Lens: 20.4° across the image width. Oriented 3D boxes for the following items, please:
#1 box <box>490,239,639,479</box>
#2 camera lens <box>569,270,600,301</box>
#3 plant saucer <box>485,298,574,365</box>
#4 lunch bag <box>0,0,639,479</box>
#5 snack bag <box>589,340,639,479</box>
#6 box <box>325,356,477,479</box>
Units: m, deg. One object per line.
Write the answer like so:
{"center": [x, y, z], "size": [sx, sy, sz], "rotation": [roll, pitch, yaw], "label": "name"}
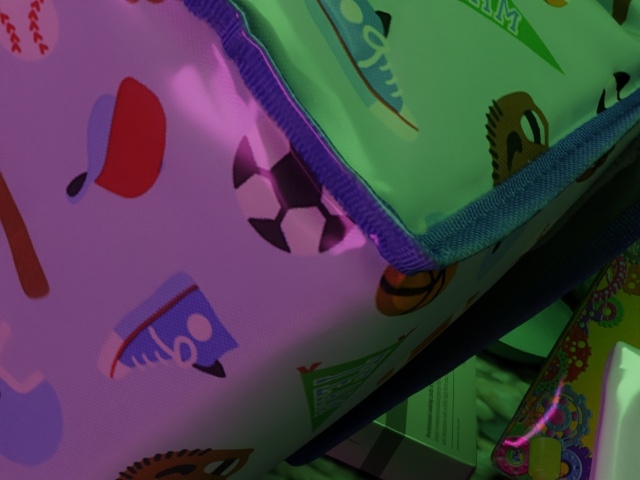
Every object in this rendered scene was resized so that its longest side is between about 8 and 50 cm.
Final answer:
{"center": [0.273, 0.105, 0.996], "size": [0.290, 0.177, 0.279], "rotation": [31, 8, 7], "label": "box"}
{"center": [0.202, -0.088, 1.312], "size": [0.274, 0.219, 0.219], "rotation": [41, 28, 26], "label": "camera lens"}
{"center": [0.124, 0.050, 1.207], "size": [0.119, 0.021, 0.119], "rotation": [23, 26, -12], "label": "plant saucer"}
{"center": [-0.014, -0.033, 0.789], "size": [0.239, 0.328, 0.385], "rotation": [52, 35, 3], "label": "lunch bag"}
{"center": [0.225, 0.247, 0.722], "size": [0.323, 0.037, 0.343], "rotation": [21, 66, -17], "label": "snack bag"}
{"center": [0.001, 0.068, 1.031], "size": [0.186, 0.038, 0.145], "rotation": [24, 26, -7], "label": "box"}
